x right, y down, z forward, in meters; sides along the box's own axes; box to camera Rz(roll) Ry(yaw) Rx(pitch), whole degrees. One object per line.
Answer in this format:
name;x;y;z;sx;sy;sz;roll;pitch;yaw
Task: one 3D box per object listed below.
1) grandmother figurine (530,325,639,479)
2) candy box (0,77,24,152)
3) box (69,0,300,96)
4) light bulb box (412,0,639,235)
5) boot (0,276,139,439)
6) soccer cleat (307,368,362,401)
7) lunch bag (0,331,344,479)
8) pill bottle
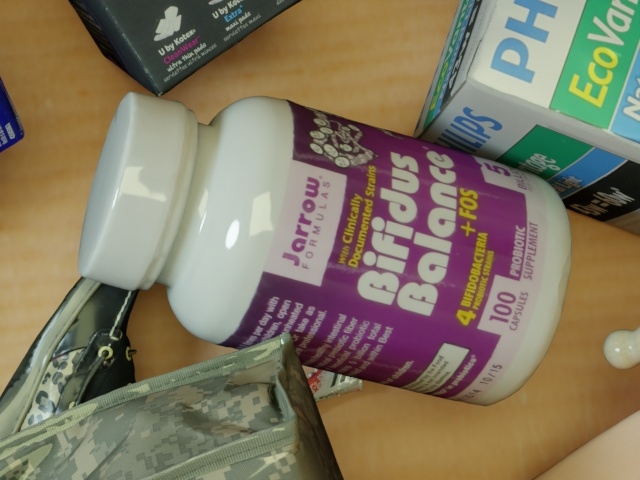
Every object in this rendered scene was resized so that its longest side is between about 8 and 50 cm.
grandmother figurine;0.275;0.132;0.922;0.208;0.104;0.342;42;120;-4
candy box;-0.402;-0.098;0.922;0.317;0.122;0.268;-33;62;-14
box;-0.140;-0.257;0.949;0.143;0.165;0.270;-36;117;-9
light bulb box;0.299;-0.181;0.996;0.361;0.225;0.357;20;80;-3
boot;-0.128;0.123;0.992;0.179;0.085;0.236;32;78;-6
soccer cleat;0.011;0.103;1.029;0.083;0.029;0.035;-42;83;-14
lunch bag;-0.112;0.223;0.861;0.287;0.169;0.235;-19;108;3
pill bottle;0.000;0.000;0.942;0.302;0.169;0.169;14;80;-17
